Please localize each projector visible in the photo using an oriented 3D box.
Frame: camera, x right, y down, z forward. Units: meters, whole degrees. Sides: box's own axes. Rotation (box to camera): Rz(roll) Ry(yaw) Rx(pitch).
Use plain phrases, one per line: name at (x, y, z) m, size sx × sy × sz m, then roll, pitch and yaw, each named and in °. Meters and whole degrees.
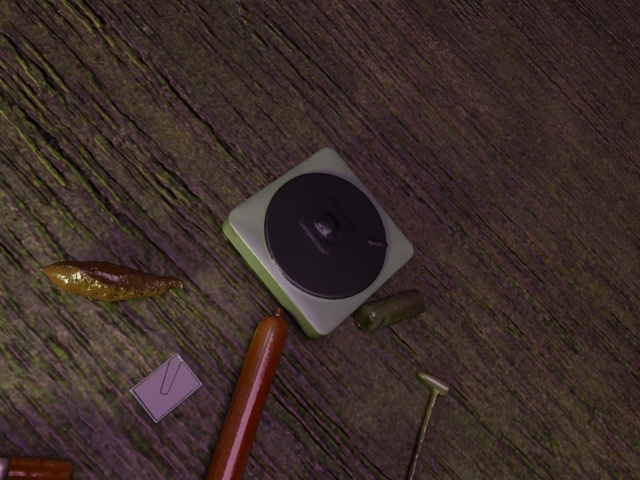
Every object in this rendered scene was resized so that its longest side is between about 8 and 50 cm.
projector at (0.000, 0.000, 0.979) m, size 0.257 × 0.079 × 0.259 m, roll -38°, pitch 88°, yaw -29°

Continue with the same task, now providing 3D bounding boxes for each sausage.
sausage at (-0.116, 0.264, 0.847) m, size 0.053 × 0.053 × 0.348 m, roll 24°, pitch 64°, yaw -13°

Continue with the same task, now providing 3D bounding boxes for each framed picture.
framed picture at (-0.233, 0.222, 0.841) m, size 0.089 × 0.006 × 0.066 m, roll -39°, pitch 88°, yaw -29°

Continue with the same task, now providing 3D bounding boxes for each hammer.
hammer at (0.170, 0.324, 0.960) m, size 0.060 × 0.028 × 0.195 m, roll 26°, pitch 64°, yaw -5°

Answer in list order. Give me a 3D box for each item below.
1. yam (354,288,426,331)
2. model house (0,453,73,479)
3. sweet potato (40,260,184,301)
yam at (0.129, 0.124, 1.000) m, size 0.132 × 0.054 × 0.054 m, roll -13°, pitch 76°, yaw -28°
model house at (-0.407, 0.350, 0.599) m, size 0.202 × 0.237 × 0.238 m, roll 11°, pitch 63°, yaw -11°
sweet potato at (-0.310, 0.063, 0.838) m, size 0.205 × 0.068 × 0.060 m, roll 6°, pitch 93°, yaw -26°
